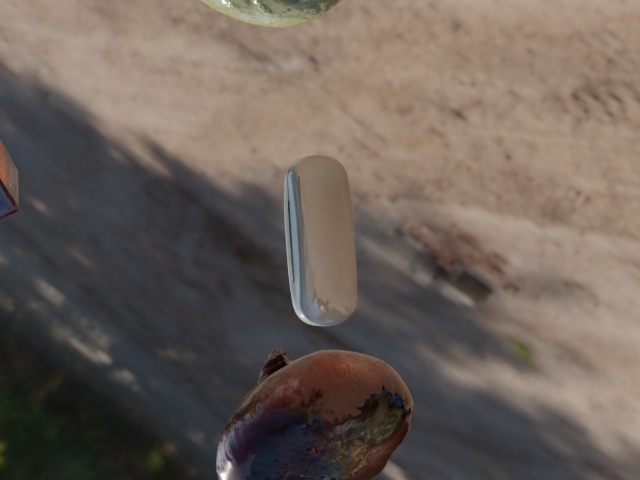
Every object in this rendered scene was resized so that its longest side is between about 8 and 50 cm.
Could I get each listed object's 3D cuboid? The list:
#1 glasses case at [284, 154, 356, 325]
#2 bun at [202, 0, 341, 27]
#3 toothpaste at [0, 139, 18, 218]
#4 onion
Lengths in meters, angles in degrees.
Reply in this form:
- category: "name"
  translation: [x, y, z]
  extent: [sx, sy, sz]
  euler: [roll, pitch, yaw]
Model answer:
- category: "glasses case"
  translation: [0.000, 0.000, 1.980]
  extent: [0.074, 0.193, 0.049]
  euler: [-3, 176, -27]
- category: "bun"
  translation: [-0.050, -0.279, 1.389]
  extent: [0.222, 0.222, 0.127]
  euler: [34, -162, 13]
- category: "toothpaste"
  translation: [-0.427, -0.001, 1.589]
  extent: [0.076, 0.320, 0.066]
  euler: [-108, -7, -58]
- category: "onion"
  translation: [-0.021, 0.232, 2.274]
  extent: [0.195, 0.272, 0.272]
  euler: [61, -177, 34]
